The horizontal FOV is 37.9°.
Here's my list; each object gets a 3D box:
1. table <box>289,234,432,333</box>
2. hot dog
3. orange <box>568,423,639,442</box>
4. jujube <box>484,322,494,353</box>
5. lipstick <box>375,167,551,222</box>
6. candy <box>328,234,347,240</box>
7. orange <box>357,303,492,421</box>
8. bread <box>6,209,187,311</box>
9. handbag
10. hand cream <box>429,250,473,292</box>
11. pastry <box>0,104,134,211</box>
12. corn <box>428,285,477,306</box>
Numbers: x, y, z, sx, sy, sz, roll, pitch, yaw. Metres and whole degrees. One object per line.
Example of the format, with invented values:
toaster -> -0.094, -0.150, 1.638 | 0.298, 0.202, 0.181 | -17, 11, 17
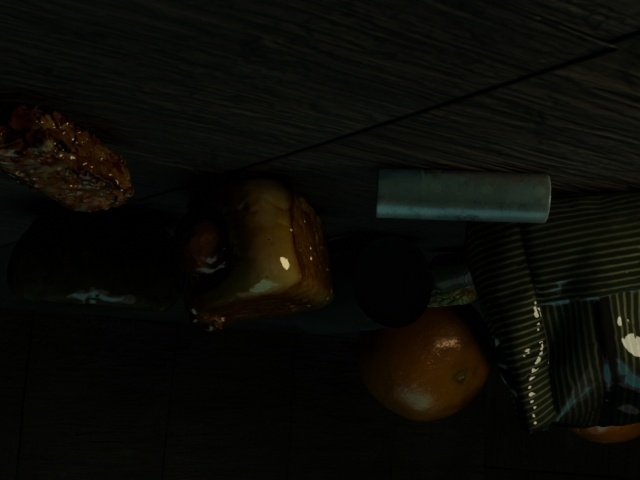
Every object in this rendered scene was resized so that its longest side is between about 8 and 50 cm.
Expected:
table -> 0.046, 0.066, 1.319 | 0.126, 0.126, 0.220 | 7, 170, -25
hot dog -> -0.079, 0.018, 1.013 | 0.153, 0.150, 0.256 | -8, 170, 10
orange -> 0.539, 0.260, 1.769 | 0.246, 0.246, 0.246 | 3, 171, 0
jujube -> 0.371, 0.147, 1.656 | 0.168, 0.168, 0.236 | 0, 162, 18
lipstick -> 0.130, -0.042, 0.862 | 0.157, 0.048, 0.048 | 2, 171, 3
candy -> 0.000, 0.000, 1.268 | 0.083, 0.025, 0.023 | -14, -169, 34
orange -> 0.199, 0.214, 1.776 | 0.261, 0.261, 0.261 | 3, 171, 0
bread -> -0.281, 0.026, 1.182 | 0.230, 0.123, 0.230 | 3, 176, 0
handbag -> 0.291, 0.087, 1.027 | 0.247, 0.240, 0.340 | -6, 167, 11
hand cream -> 0.247, 0.031, 1.286 | 0.235, 0.055, 0.086 | -13, 163, 38
pastry -> -0.217, -0.071, 0.764 | 0.087, 0.063, 0.169 | -8, 164, 12
corn -> 0.191, 0.075, 1.515 | 0.072, 0.072, 0.203 | 6, 171, -21
